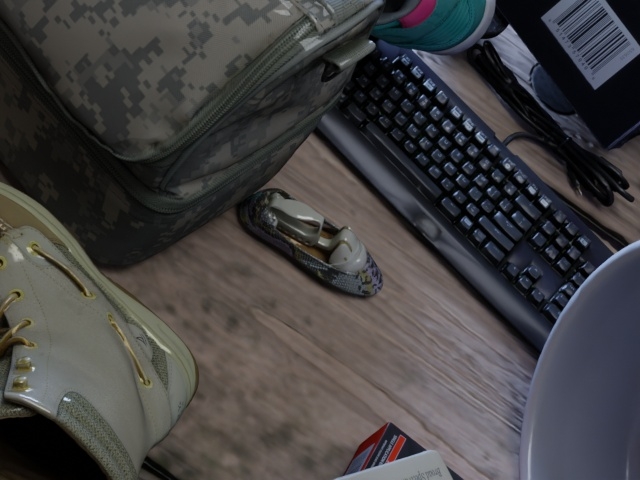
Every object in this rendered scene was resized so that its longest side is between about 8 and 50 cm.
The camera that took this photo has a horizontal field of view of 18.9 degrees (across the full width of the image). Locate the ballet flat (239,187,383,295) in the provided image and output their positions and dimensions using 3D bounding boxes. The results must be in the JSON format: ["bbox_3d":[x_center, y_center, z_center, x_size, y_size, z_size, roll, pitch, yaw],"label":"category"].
[{"bbox_3d":[0.000,0.000,1.297,0.114,0.041,0.041,31,50,-13],"label":"ballet flat"}]

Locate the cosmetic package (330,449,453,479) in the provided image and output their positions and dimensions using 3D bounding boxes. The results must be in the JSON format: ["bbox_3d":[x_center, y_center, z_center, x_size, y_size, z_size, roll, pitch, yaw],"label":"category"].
[{"bbox_3d":[0.062,0.286,1.072,0.160,0.113,0.309,-7,66,-61],"label":"cosmetic package"}]

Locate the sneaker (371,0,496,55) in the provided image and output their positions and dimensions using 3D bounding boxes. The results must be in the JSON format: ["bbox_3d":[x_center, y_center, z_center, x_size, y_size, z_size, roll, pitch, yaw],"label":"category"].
[{"bbox_3d":[-0.014,-0.239,1.333,0.295,0.124,0.178,40,12,10],"label":"sneaker"}]

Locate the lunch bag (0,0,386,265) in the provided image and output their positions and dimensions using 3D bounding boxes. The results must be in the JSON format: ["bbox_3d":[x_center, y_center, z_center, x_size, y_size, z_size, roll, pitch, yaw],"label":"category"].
[{"bbox_3d":[-0.116,-0.176,1.182,0.212,0.256,0.305,-34,83,-38],"label":"lunch bag"}]

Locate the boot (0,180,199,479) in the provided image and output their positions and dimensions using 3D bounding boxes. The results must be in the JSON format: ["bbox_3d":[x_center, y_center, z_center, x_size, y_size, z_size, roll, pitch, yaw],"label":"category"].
[{"bbox_3d":[-0.168,0.054,1.008,0.213,0.077,0.165,39,23,-8],"label":"boot"}]

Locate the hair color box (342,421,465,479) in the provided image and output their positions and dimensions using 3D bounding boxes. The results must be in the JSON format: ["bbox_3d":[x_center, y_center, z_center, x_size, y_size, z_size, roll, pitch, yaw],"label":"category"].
[{"bbox_3d":[0.076,0.189,1.225,0.141,0.043,0.072,38,48,-7],"label":"hair color box"}]

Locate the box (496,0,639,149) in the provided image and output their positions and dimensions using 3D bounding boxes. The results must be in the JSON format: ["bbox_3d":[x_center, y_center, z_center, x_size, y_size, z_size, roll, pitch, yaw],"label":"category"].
[{"bbox_3d":[0.253,-0.176,1.493,0.153,0.108,0.207,53,34,6],"label":"box"}]

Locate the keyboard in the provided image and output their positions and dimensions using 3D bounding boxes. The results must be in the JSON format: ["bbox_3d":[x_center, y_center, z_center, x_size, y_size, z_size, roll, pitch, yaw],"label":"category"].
[{"bbox_3d":[0.127,-0.061,1.424,0.317,0.033,0.201,45,48,-1],"label":"keyboard"}]

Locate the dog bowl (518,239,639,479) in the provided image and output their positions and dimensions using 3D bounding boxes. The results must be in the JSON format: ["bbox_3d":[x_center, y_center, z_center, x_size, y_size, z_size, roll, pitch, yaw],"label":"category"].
[{"bbox_3d":[0.245,0.132,1.221,0.104,0.265,0.265,13,56,-29],"label":"dog bowl"}]

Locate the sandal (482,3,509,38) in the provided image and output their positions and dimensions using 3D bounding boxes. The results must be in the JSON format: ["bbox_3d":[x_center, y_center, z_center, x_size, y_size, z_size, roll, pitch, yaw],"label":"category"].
[{"bbox_3d":[0.106,-0.208,1.497,0.067,0.040,0.179,28,33,-29],"label":"sandal"}]
